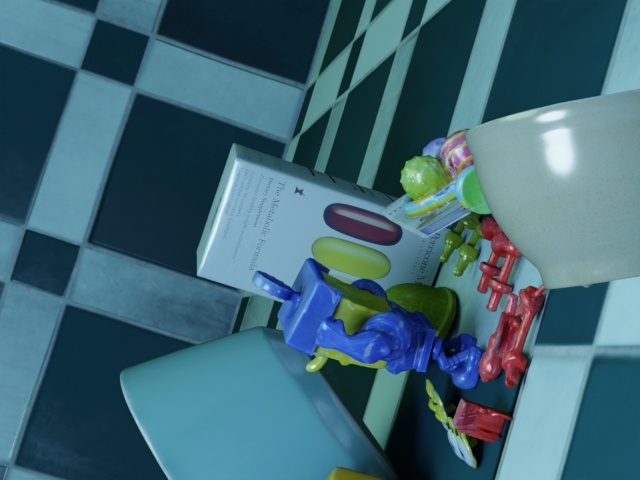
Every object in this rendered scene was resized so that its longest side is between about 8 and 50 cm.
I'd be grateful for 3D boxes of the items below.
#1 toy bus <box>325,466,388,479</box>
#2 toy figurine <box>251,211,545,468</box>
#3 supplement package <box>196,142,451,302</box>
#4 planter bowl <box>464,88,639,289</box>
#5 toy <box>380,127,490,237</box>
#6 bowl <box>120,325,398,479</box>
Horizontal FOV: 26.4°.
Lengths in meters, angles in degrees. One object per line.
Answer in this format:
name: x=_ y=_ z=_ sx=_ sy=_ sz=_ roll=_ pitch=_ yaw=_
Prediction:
toy bus: x=0.033 y=0.340 z=1.082 sx=0.333 sy=0.108 sz=0.130 roll=-86 pitch=15 yaw=-55
toy figurine: x=0.045 y=0.043 z=1.237 sx=0.362 sy=0.217 sz=0.191 roll=-114 pitch=43 yaw=-76
supplement package: x=0.000 y=0.000 z=1.500 sx=0.134 sy=0.244 sz=0.139 roll=-114 pitch=42 yaw=-78
planter bowl: x=0.178 y=-0.028 z=0.850 sx=0.162 sy=0.162 sz=0.109 roll=158 pitch=104 yaw=-78
toy: x=0.124 y=-0.067 z=1.288 sx=0.137 sy=0.056 sz=0.237 roll=-31 pitch=13 yaw=-3
bowl: x=-0.039 y=0.205 z=1.328 sx=0.163 sy=0.311 sz=0.311 roll=-36 pitch=10 yaw=-2
